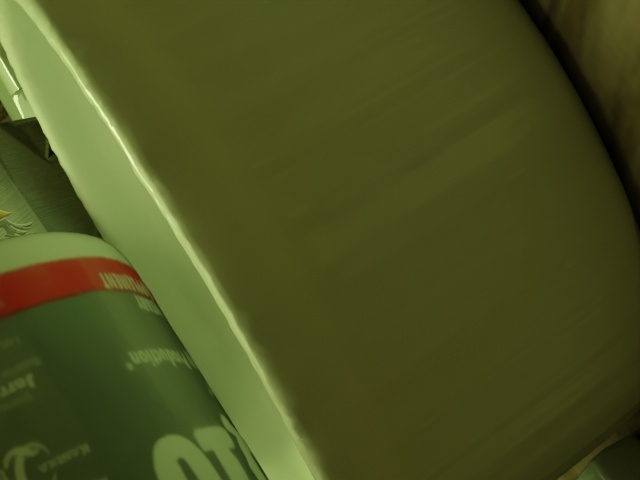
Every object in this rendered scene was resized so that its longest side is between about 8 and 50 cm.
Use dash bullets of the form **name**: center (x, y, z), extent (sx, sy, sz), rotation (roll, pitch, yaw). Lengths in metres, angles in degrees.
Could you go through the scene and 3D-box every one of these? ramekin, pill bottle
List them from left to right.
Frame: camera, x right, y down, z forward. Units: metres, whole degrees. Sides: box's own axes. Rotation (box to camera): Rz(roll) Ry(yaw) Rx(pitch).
- **pill bottle**: center (-0.068, 0.152, 0.519), extent (0.283, 0.161, 0.161), rotation (55, 169, 18)
- **ramekin**: center (0.001, -0.010, 0.566), extent (0.277, 0.135, 0.277), rotation (55, 168, 18)

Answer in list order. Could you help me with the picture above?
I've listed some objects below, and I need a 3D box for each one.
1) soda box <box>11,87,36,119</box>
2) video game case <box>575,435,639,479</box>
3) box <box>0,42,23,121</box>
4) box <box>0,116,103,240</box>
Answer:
- **soda box**: center (-0.064, 0.016, 0.895), extent (0.286, 0.098, 0.091), rotation (64, -154, -4)
- **video game case**: center (0.169, 0.200, 0.669), extent (0.206, 0.026, 0.227), rotation (56, 168, 17)
- **box**: center (-0.139, -0.083, 1.043), extent (0.181, 0.119, 0.182), rotation (59, 169, 0)
- **box**: center (-0.082, 0.044, 0.752), extent (0.231, 0.056, 0.183), rotation (56, -162, 3)
